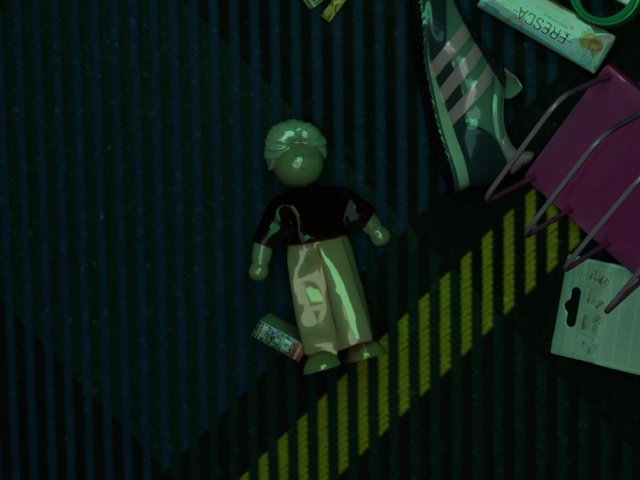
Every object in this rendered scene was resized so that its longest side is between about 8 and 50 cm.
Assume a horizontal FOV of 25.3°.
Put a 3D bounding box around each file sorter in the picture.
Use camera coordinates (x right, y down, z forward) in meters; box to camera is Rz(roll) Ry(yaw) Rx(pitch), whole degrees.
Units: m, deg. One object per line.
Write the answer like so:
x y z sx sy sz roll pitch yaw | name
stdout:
0.382 -0.039 1.782 0.290 0.182 0.202 43 125 15 | file sorter

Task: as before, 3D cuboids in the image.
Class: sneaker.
0.196 -0.230 1.905 0.131 0.112 0.319 -13 97 -4 | sneaker

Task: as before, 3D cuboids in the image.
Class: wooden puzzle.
-0.004 -0.365 1.963 0.078 0.014 0.116 -43 87 12 | wooden puzzle

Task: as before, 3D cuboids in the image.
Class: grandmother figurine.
0.000 0.000 1.943 0.207 0.104 0.342 -13 86 -31 | grandmother figurine

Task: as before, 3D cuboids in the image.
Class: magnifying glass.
0.325 -0.361 1.849 0.231 0.026 0.092 47 108 27 | magnifying glass

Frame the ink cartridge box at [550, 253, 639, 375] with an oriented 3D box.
0.413 0.104 1.930 0.179 0.045 0.145 13 100 25 | ink cartridge box

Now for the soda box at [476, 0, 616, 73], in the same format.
0.299 -0.289 1.886 0.183 0.063 0.058 32 102 7 | soda box

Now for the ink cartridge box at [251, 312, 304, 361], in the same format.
-0.036 0.145 2.003 0.115 0.063 0.029 29 102 6 | ink cartridge box

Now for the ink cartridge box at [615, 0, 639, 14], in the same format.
0.446 -0.380 1.847 0.104 0.061 0.181 32 102 7 | ink cartridge box
